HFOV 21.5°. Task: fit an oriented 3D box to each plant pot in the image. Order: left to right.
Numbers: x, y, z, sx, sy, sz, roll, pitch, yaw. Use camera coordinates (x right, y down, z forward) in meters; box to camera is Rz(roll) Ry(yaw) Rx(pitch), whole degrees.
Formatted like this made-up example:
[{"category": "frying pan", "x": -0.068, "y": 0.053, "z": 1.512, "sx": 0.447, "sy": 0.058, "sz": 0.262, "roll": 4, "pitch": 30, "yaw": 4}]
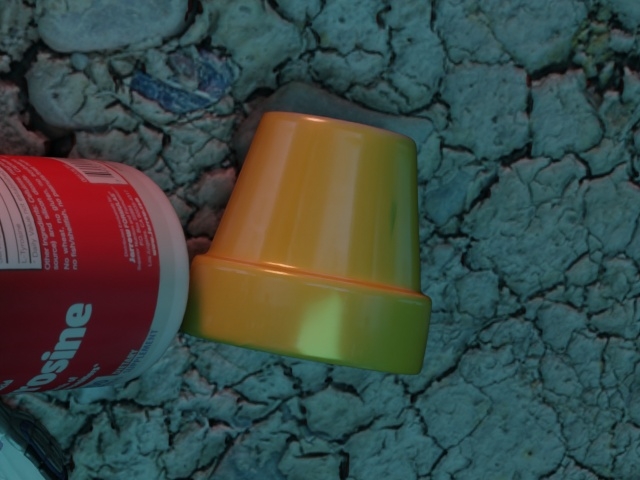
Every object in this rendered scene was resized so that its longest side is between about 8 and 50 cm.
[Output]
[{"category": "plant pot", "x": 0.000, "y": 0.000, "z": 1.728, "sx": 0.254, "sy": 0.254, "sz": 0.239, "roll": 11, "pitch": 88, "yaw": -17}]

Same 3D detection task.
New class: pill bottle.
[{"category": "pill bottle", "x": -0.335, "y": 0.032, "z": 1.553, "sx": 0.407, "sy": 0.229, "sz": 0.229, "roll": 0, "pitch": 110, "yaw": -50}]

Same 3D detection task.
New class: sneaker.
[{"category": "sneaker", "x": -0.389, "y": 0.187, "z": 1.750, "sx": 0.129, "sy": 0.111, "sz": 0.297, "roll": -32, "pitch": 110, "yaw": 7}]

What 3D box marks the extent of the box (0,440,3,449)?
[{"category": "box", "x": -0.469, "y": 0.257, "z": 1.640, "sx": 0.243, "sy": 0.213, "sz": 0.117, "roll": -21, "pitch": 115, "yaw": 26}]
